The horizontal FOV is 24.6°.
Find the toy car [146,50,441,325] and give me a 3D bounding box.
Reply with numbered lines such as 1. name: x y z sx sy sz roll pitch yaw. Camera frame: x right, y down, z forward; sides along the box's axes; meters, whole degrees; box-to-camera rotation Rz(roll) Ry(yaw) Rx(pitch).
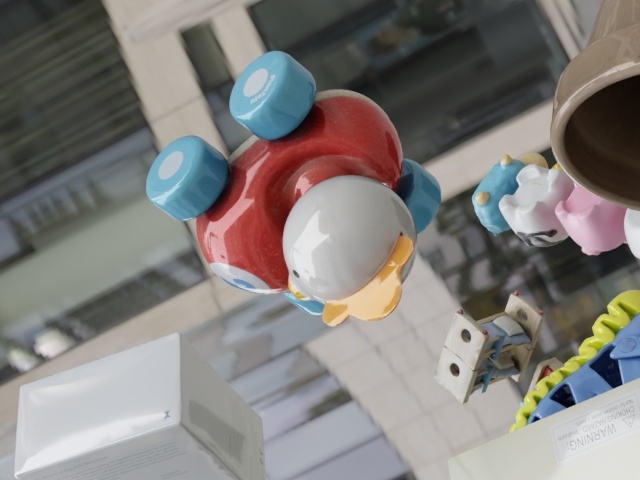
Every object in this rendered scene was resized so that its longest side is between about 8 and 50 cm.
1. toy car: 0.000 0.000 1.262 0.219 0.210 0.238 38 -163 -35

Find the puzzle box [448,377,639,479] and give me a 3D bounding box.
1. puzzle box: 0.301 0.263 1.324 0.052 0.409 0.272 22 -129 -41

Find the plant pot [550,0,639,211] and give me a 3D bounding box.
1. plant pot: 0.362 -0.185 1.431 0.263 0.263 0.229 52 -140 -51

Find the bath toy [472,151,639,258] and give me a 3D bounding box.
1. bath toy: 0.339 -0.031 1.727 0.129 0.151 0.348 48 165 -29

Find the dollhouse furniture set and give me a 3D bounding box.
1. dollhouse furniture set: 0.283 0.184 2.099 0.184 0.129 0.129 41 131 35

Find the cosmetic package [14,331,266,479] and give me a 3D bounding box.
1. cosmetic package: -0.215 0.249 1.789 0.224 0.224 0.138 53 -156 -47

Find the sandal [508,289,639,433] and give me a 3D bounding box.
1. sandal: 0.335 0.193 1.700 0.138 0.317 0.126 22 155 45
